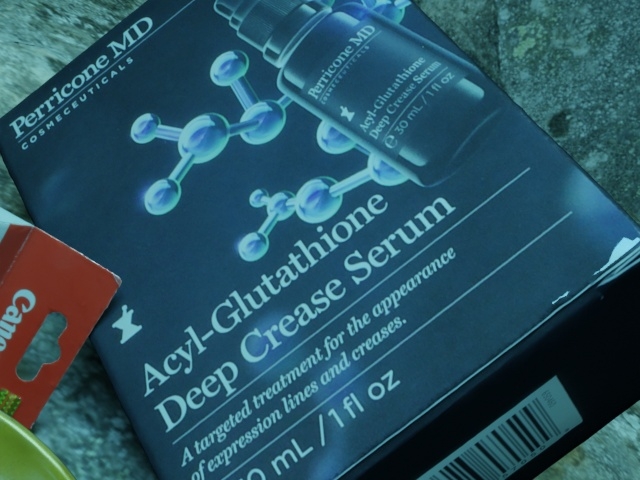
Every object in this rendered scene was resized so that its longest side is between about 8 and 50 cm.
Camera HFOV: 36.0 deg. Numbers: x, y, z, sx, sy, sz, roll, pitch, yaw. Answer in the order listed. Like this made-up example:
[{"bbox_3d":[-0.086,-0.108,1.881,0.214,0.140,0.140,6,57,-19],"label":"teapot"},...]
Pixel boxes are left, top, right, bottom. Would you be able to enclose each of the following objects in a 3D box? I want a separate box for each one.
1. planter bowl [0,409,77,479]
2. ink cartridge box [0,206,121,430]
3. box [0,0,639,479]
[{"bbox_3d":[-0.210,0.164,0.446,0.217,0.090,0.217,31,24,-15],"label":"planter bowl"},{"bbox_3d":[-0.231,0.038,0.576,0.179,0.145,0.045,32,20,-8],"label":"ink cartridge box"},{"bbox_3d":[0.000,0.000,0.689,0.395,0.293,0.212,54,4,34],"label":"box"}]
